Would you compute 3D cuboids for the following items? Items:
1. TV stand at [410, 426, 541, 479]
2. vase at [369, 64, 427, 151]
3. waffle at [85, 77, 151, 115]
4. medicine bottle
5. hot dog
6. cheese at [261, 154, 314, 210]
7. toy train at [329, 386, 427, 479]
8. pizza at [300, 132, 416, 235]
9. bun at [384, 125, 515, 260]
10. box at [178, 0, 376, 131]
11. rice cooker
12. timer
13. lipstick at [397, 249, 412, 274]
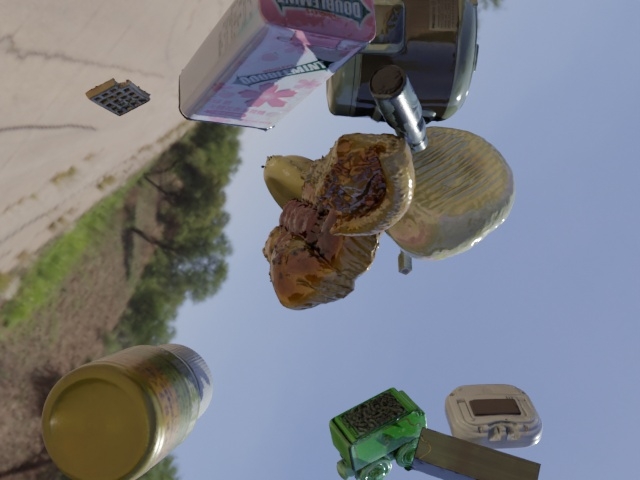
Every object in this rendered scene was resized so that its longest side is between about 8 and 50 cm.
[{"bbox_3d":[0.343,0.507,1.717,0.088,0.270,0.082,87,22,-58],"label":"TV stand"},{"bbox_3d":[0.131,-0.194,1.195,0.060,0.060,0.211,-53,151,-5],"label":"vase"},{"bbox_3d":[-0.423,-0.304,1.612,0.092,0.021,0.135,-24,168,9],"label":"waffle"},{"bbox_3d":[-0.353,0.319,1.495,0.224,0.224,0.384,-51,174,6],"label":"medicine bottle"},{"bbox_3d":[0.000,0.000,1.932,0.367,0.196,0.365,-52,-152,15],"label":"hot dog"},{"bbox_3d":[-0.041,-0.136,2.228,0.260,0.316,0.128,-13,-143,50],"label":"cheese"},{"bbox_3d":[0.141,0.463,1.812,0.243,0.188,0.132,-22,-144,-20],"label":"toy train"},{"bbox_3d":[0.064,-0.090,1.322,0.073,0.182,0.365,-64,-170,-23],"label":"pizza"},{"bbox_3d":[0.268,-0.108,1.798,0.213,0.361,0.361,107,10,-53],"label":"bun"},{"bbox_3d":[-0.086,-0.290,1.217,0.370,0.190,0.112,-23,-115,59],"label":"box"},{"bbox_3d":[0.141,-0.405,1.596,0.335,0.326,0.335,-178,-90,-87],"label":"rice cooker"},{"bbox_3d":[0.497,0.501,2.207,0.237,0.262,0.087,-99,-172,-68],"label":"timer"},{"bbox_3d":[0.237,0.036,2.152,0.030,0.030,0.129,-45,-150,41],"label":"lipstick"}]
